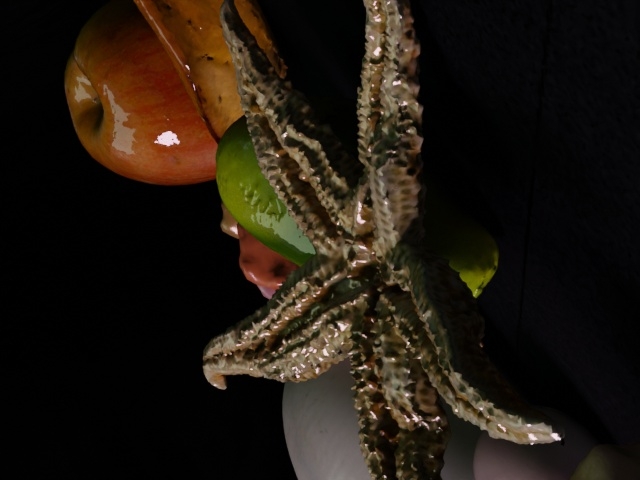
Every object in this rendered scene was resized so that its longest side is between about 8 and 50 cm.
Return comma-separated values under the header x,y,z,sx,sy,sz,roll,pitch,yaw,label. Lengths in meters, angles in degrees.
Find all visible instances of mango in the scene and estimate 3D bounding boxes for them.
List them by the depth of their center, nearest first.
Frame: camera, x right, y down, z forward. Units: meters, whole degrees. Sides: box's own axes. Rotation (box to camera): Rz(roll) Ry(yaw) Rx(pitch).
x,y,z,sx,sy,sz,roll,pitch,yaw,label
0.026,-0.029,0.636,0.233,0.125,0.111,27,-158,30,mango

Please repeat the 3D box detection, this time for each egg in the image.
x,y,z,sx,sy,sz,roll,pitch,yaw,label
0.174,0.187,0.678,0.135,0.103,0.103,54,176,23,egg
0.105,0.213,0.853,0.371,0.230,0.230,46,171,39,egg

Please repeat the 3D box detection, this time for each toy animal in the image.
x,y,z,sx,sy,sz,roll,pitch,yaw,label
0.002,-0.004,0.883,0.195,0.169,0.281,23,173,1,toy animal

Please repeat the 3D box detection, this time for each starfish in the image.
x,y,z,sx,sy,sz,roll,pitch,yaw,label
0.028,0.012,0.509,0.347,0.078,0.357,48,134,47,starfish

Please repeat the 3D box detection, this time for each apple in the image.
x,y,z,sx,sy,sz,roll,pitch,yaw,label
-0.226,-0.206,1.275,0.301,0.301,0.301,56,176,5,apple

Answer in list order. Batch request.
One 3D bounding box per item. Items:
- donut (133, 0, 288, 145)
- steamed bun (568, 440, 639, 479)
x,y,z,sx,sy,sz,roll,pitch,yaw,label
-0.137,-0.251,0.977,0.303,0.110,0.303,59,178,4,donut
0.165,0.194,0.441,0.106,0.177,0.192,29,140,64,steamed bun
